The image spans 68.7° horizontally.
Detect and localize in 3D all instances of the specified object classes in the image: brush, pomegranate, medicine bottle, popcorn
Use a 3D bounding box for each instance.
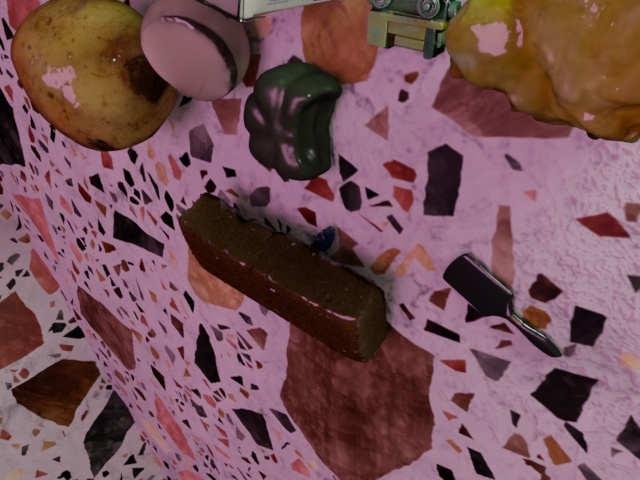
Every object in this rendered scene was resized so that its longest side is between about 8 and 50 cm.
[{"bbox_3d":[0.261,0.098,0.670,0.193,0.016,0.063,45,137,13],"label":"brush"},{"bbox_3d":[-0.398,-0.300,0.850,0.281,0.281,0.281,22,128,32],"label":"pomegranate"},{"bbox_3d":[-0.087,-0.339,0.588,0.171,0.201,0.052,36,137,22],"label":"medicine bottle"},{"bbox_3d":[0.238,-0.164,0.382,0.266,0.233,0.192,-2,122,15],"label":"popcorn"}]

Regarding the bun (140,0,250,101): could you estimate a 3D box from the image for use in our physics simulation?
[{"bbox_3d":[-0.193,-0.323,0.750,0.172,0.120,0.173,14,153,7],"label":"bun"}]

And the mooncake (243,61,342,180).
[{"bbox_3d":[-0.037,-0.177,0.716,0.168,0.104,0.175,-8,112,39],"label":"mooncake"}]

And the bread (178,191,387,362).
[{"bbox_3d":[-0.071,0.061,0.857,0.416,0.113,0.165,28,153,25],"label":"bread"}]

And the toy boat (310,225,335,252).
[{"bbox_3d":[0.000,0.000,0.837,0.038,0.038,0.083,47,141,10],"label":"toy boat"}]

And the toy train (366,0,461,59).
[{"bbox_3d":[0.107,-0.269,0.566,0.122,0.050,0.081,27,134,28],"label":"toy train"}]
